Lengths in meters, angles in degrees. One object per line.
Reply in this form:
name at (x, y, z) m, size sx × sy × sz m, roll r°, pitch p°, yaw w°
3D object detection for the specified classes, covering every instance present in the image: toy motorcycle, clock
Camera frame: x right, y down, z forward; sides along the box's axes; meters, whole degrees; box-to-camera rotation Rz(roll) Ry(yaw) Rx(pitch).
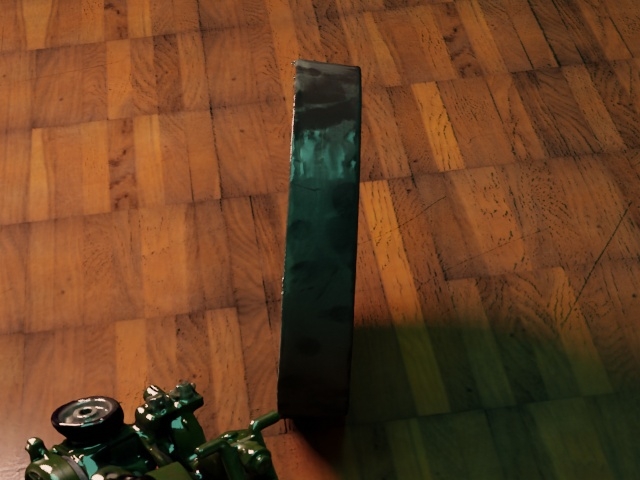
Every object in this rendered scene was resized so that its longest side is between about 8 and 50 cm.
toy motorcycle at (-0.158, 0.235, 1.832) m, size 0.205 × 0.127 × 0.275 m, roll -23°, pitch 34°, yaw -31°
clock at (0.000, 0.000, 1.947) m, size 0.076 × 0.386 × 0.386 m, roll 2°, pitch 33°, yaw 0°
